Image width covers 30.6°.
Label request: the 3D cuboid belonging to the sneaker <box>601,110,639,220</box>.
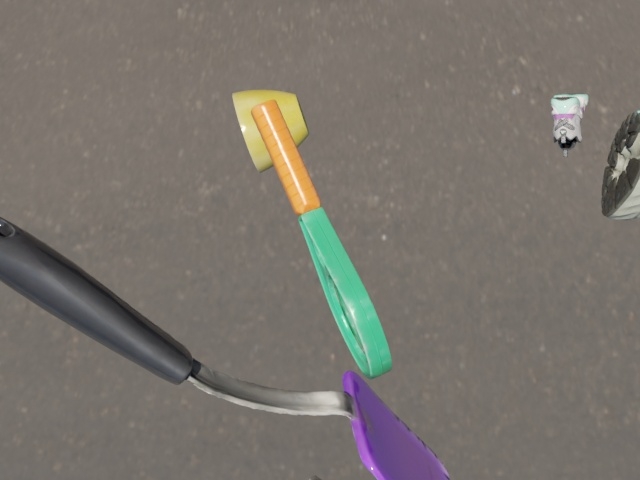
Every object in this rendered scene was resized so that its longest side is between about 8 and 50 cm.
[{"bbox_3d":[0.335,-0.094,0.950,0.122,0.110,0.283,11,160,-6],"label":"sneaker"}]

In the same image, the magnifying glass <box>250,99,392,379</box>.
[{"bbox_3d":[0.000,0.000,0.914,0.026,0.092,0.230,-22,89,-8],"label":"magnifying glass"}]

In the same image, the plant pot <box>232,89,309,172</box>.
[{"bbox_3d":[-0.073,-0.185,1.860,0.095,0.134,0.134,-18,119,3],"label":"plant pot"}]

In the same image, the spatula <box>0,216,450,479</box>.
[{"bbox_3d":[-0.038,0.063,0.539,0.296,0.084,0.030,30,112,-22],"label":"spatula"}]

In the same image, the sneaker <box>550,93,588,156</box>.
[{"bbox_3d":[0.275,-0.128,1.303,0.038,0.098,0.069,2,101,25],"label":"sneaker"}]

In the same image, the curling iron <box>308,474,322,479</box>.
[{"bbox_3d":[0.007,0.309,1.225,0.035,0.274,0.068,-18,105,-5],"label":"curling iron"}]
